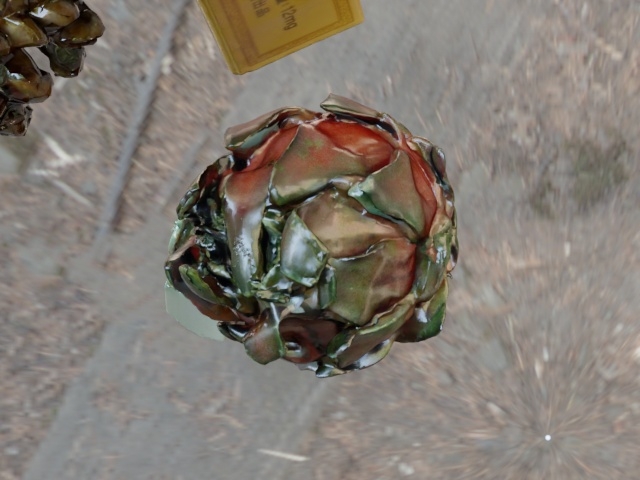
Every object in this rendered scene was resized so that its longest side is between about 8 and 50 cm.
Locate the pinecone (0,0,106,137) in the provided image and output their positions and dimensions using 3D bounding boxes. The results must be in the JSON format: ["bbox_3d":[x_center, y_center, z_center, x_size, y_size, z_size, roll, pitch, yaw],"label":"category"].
[{"bbox_3d":[-0.224,-0.131,0.894,0.221,0.221,0.221,-1,84,7],"label":"pinecone"}]

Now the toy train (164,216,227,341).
[{"bbox_3d":[-0.059,-0.014,1.483,0.081,0.125,0.194,28,62,12],"label":"toy train"}]

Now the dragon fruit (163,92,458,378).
[{"bbox_3d":[0.002,-0.001,1.098,0.182,0.188,0.182,0,89,-2],"label":"dragon fruit"}]

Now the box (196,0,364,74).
[{"bbox_3d":[-0.061,-0.208,0.774,0.076,0.274,0.174,-25,68,-1],"label":"box"}]
